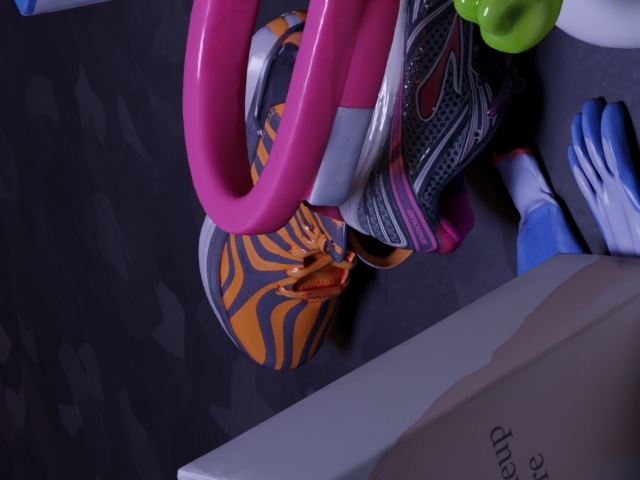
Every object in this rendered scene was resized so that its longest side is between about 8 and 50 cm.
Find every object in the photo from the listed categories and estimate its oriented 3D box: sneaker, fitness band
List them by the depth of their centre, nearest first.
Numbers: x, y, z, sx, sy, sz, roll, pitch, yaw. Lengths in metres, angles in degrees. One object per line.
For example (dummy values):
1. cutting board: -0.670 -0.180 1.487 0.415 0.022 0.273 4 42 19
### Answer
1. fitness band: -0.027 -0.140 1.202 0.209 0.054 0.291 56 138 48
2. sneaker: 0.085 -0.130 1.214 0.112 0.121 0.299 25 124 13
3. sneaker: 0.000 0.000 1.427 0.180 0.124 0.321 47 144 45

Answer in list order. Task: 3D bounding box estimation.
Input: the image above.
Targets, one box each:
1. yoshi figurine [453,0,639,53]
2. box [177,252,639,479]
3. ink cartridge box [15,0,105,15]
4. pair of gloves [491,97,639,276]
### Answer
1. yoshi figurine: 0.174 -0.105 0.959 0.362 0.203 0.203 33 147 51
2. box: 0.087 0.134 1.084 0.121 0.311 0.148 5 119 54
3. ink cartridge box: -0.236 -0.439 1.592 0.395 0.166 0.285 62 152 23
4. pair of gloves: 0.171 -0.001 1.200 0.198 0.023 0.159 -29 79 65
